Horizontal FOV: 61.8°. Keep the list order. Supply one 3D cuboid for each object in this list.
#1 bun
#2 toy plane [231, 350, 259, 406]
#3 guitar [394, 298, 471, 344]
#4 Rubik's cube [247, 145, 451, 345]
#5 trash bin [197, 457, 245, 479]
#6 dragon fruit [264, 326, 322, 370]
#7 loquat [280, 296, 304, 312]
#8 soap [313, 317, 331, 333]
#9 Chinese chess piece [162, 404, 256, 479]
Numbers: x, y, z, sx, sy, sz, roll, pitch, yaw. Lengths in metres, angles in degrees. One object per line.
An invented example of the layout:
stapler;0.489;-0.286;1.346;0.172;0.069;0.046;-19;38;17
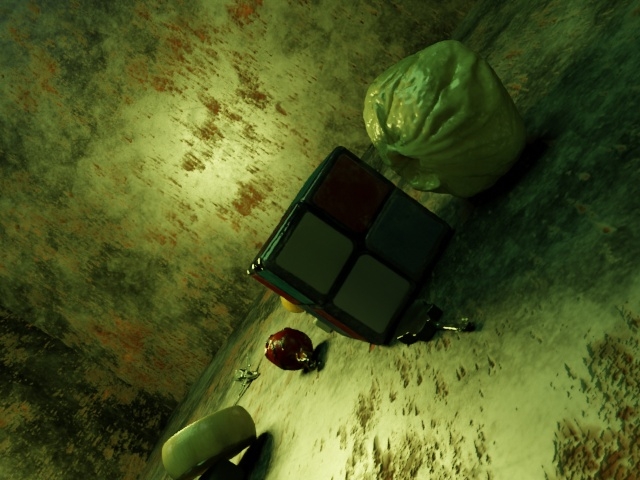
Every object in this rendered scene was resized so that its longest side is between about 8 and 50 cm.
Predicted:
bun;0.235;-0.231;1.113;0.227;0.352;0.349;-46;-20;-10
toy plane;-0.297;0.534;2.092;0.226;0.058;0.226;-43;31;57
guitar;0.195;0.143;0.926;0.088;0.025;0.233;-56;8;-14
Rubik's cube;0.049;0.022;1.232;0.316;0.313;0.318;-57;7;-14
trash bin;-0.293;0.685;1.333;0.177;0.101;0.236;-51;7;35
dragon fruit;-0.068;0.314;1.486;0.125;0.125;0.246;-44;19;-17
loquat;-0.081;0.193;1.946;0.141;0.141;0.141;-54;8;11
soap;0.056;0.161;1.524;0.183;0.063;0.121;-52;10;24
Chinese chess piece;-0.298;0.551;1.447;0.257;0.104;0.257;-28;-21;-12
